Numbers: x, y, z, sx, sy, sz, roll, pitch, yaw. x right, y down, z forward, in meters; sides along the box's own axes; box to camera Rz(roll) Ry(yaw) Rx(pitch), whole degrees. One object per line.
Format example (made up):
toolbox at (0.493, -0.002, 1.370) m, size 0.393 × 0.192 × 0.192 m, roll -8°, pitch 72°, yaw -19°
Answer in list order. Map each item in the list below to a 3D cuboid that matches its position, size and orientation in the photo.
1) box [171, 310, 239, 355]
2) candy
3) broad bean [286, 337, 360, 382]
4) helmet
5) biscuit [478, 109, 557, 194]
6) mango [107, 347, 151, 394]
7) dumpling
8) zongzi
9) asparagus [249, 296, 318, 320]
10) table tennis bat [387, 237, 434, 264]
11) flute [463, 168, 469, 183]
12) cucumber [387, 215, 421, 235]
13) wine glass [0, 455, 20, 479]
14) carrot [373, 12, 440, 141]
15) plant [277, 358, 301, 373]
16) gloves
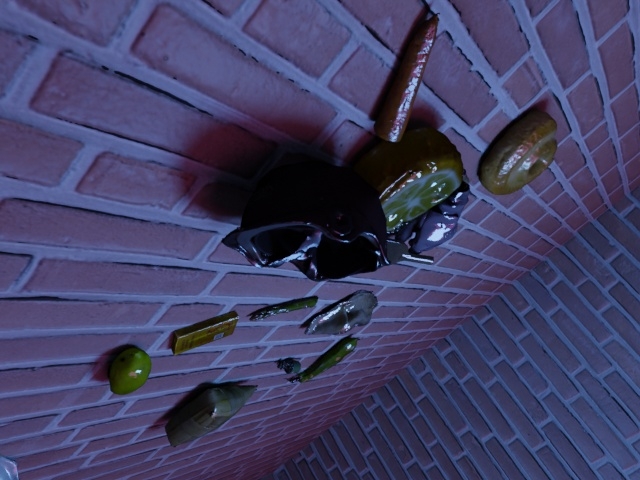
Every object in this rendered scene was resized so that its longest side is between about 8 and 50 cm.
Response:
box at (-0.273, 0.219, 1.210) m, size 0.156 × 0.022 × 0.089 m, roll -17°, pitch 151°, yaw -32°
candy at (0.166, -0.115, 1.042) m, size 0.260 × 0.118 × 0.260 m, roll -25°, pitch 154°, yaw -13°
broad bean at (0.018, 0.459, 1.923) m, size 0.318 × 0.056 × 0.098 m, roll -33°, pitch 155°, yaw 2°
helmet at (-0.012, -0.046, 0.870) m, size 0.225 × 0.177 × 0.305 m, roll -13°, pitch 152°, yaw 43°
biscuit at (0.517, -0.204, 1.327) m, size 0.213 × 0.091 × 0.274 m, roll -41°, pitch 156°, yaw 11°
mango at (-0.416, 0.295, 1.114) m, size 0.091 × 0.074 × 0.165 m, roll -18°, pitch 150°, yaw -34°
dumpling at (0.107, 0.237, 1.619) m, size 0.332 × 0.086 × 0.166 m, roll -11°, pitch 149°, yaw -47°
zongzi at (-0.336, 0.529, 1.592) m, size 0.228 × 0.115 × 0.256 m, roll -39°, pitch 165°, yaw 18°
asparagus at (-0.086, 0.179, 1.354) m, size 0.236 × 0.027 × 0.034 m, roll -9°, pitch 156°, yaw -42°
table tennis bat at (0.188, 0.037, 1.329) m, size 0.234 × 0.022 × 0.131 m, roll 10°, pitch 145°, yaw -19°
flute at (0.332, -0.178, 1.229) m, size 0.027 × 0.027 × 0.233 m, roll -40°, pitch 153°, yaw 11°
cucumber at (0.165, -0.053, 1.192) m, size 0.265 × 0.077 × 0.077 m, roll -24°, pitch 153°, yaw -17°
wine glass at (-0.771, 0.585, 1.107) m, size 0.196 × 0.165 × 0.165 m, roll -22°, pitch 152°, yaw -16°
carrot at (0.143, -0.265, 0.838) m, size 0.057 × 0.057 × 0.224 m, roll -19°, pitch 147°, yaw -29°
plant at (-0.114, 0.423, 1.718) m, size 0.051 × 0.051 × 0.102 m, roll -45°, pitch 139°, yaw 21°
gloves at (0.288, -0.048, 1.332) m, size 0.142 × 0.119 × 0.285 m, roll 9°, pitch 144°, yaw -12°
